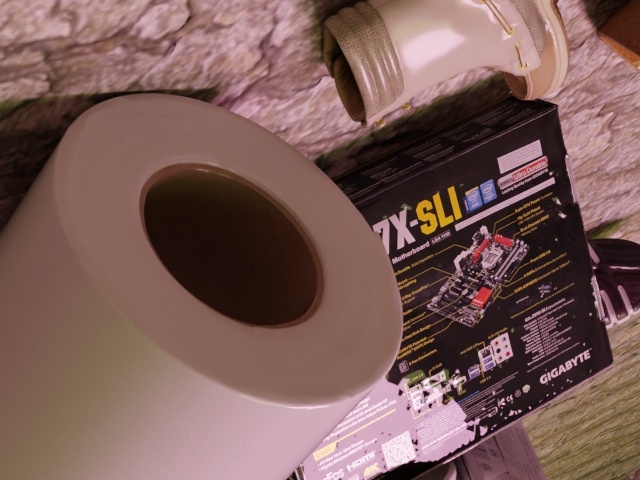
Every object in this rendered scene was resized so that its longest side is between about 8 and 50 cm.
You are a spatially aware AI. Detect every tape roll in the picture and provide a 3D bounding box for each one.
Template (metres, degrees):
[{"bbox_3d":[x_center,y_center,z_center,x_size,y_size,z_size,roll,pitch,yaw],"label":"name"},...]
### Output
[{"bbox_3d":[-0.093,0.051,0.954,0.246,0.246,0.169,-9,148,-48],"label":"tape roll"}]

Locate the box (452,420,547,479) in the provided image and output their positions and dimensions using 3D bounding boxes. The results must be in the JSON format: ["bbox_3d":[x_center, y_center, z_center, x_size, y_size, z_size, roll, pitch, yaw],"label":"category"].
[{"bbox_3d":[0.097,0.298,1.394,0.087,0.169,0.290,19,113,-19],"label":"box"}]

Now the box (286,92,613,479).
[{"bbox_3d":[0.080,0.057,1.255,0.322,0.079,0.257,-27,114,-20],"label":"box"}]

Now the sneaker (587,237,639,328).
[{"bbox_3d":[0.265,0.092,1.803,0.281,0.106,0.162,-21,163,-5],"label":"sneaker"}]

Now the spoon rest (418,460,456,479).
[{"bbox_3d":[0.016,0.235,1.342,0.137,0.084,0.276,-31,-176,-33],"label":"spoon rest"}]

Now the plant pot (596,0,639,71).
[{"bbox_3d":[0.390,-0.200,1.207,0.254,0.237,0.237,-55,155,9],"label":"plant pot"}]

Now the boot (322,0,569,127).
[{"bbox_3d":[0.088,-0.132,1.060,0.165,0.077,0.213,-34,154,-3],"label":"boot"}]
